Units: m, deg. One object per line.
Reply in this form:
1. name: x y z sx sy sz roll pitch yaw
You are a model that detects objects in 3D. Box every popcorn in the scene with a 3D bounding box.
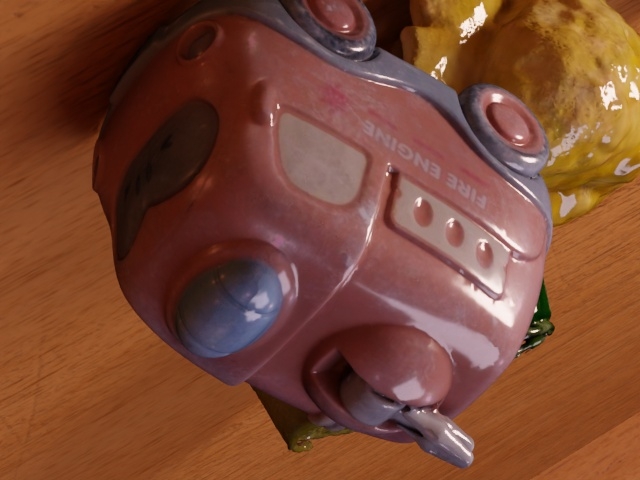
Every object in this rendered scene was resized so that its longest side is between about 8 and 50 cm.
1. popcorn: 0.144 -0.092 1.318 0.253 0.190 0.191 -16 123 -46

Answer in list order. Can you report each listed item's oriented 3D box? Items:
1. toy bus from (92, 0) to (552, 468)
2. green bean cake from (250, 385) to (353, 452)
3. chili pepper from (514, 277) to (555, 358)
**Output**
1. toy bus: 0.000 0.000 1.127 0.294 0.231 0.197 31 128 -20
2. green bean cake: 0.065 0.074 1.689 0.233 0.124 0.236 -42 159 25
3. chili pepper: 0.157 0.005 1.570 0.062 0.216 0.108 -2 170 26
